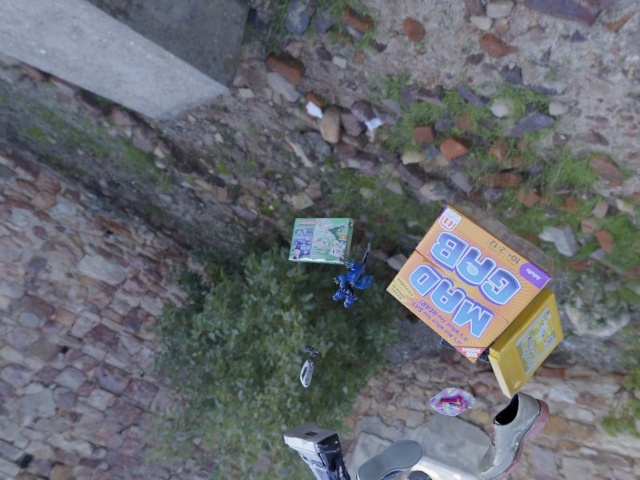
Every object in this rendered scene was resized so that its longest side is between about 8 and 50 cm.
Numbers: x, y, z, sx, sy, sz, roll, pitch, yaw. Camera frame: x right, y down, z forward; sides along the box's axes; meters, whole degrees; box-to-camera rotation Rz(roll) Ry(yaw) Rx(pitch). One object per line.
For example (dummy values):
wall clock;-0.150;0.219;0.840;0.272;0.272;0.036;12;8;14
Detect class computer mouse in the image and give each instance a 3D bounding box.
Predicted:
computer mouse;-0.067;0.632;2.106;0.042;0.193;0.106;3;157;28

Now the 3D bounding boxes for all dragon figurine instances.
dragon figurine;0.146;0.137;1.626;0.085;0.289;0.144;53;160;-22

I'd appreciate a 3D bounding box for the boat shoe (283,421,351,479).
boat shoe;-0.018;0.694;1.354;0.158;0.127;0.340;71;157;9

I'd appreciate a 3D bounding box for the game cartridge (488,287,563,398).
game cartridge;0.737;0.370;1.493;0.052;0.323;0.285;26;155;52

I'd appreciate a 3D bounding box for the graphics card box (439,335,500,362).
graphics card box;0.650;0.393;1.831;0.232;0.094;0.371;19;-167;16

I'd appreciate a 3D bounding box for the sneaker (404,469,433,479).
sneaker;0.253;0.722;1.025;0.105;0.282;0.115;-5;149;-1

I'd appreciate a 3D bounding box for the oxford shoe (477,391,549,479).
oxford shoe;0.621;0.665;1.432;0.130;0.349;0.123;29;-175;-5

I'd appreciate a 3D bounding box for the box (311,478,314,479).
box;-0.039;0.950;1.468;0.105;0.179;0.043;37;168;2

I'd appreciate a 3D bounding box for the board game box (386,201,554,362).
board game box;0.518;0.115;1.436;0.356;0.357;0.356;40;-156;20

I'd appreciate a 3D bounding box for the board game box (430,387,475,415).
board game box;0.505;0.631;1.607;0.133;0.033;0.169;32;123;-10

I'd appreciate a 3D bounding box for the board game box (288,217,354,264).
board game box;0.000;0.000;2.001;0.317;0.214;0.046;2;166;35

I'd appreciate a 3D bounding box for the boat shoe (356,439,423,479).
boat shoe;0.278;0.910;1.715;0.302;0.114;0.091;-12;142;-17
